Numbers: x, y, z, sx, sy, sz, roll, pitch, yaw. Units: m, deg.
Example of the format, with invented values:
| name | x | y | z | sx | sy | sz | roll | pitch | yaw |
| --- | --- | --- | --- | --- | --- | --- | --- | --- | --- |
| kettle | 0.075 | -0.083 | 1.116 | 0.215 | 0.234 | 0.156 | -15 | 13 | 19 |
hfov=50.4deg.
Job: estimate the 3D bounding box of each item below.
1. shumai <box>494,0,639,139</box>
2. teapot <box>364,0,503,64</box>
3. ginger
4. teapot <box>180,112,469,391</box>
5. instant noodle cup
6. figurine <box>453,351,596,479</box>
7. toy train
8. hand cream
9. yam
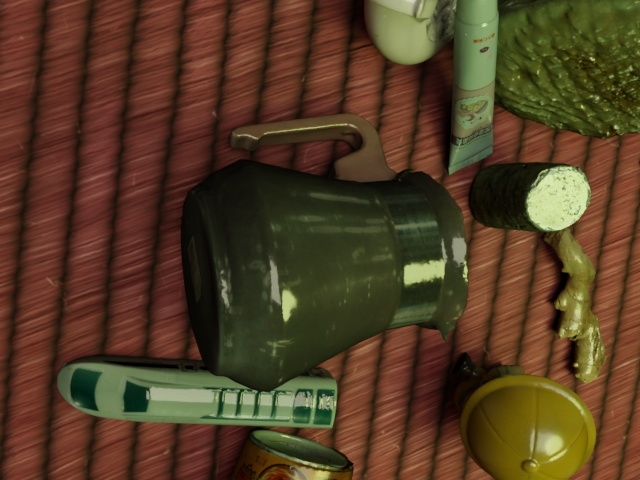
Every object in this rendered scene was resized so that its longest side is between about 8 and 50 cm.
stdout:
| name | x | y | z | sx | sy | sz | roll | pitch | yaw |
| --- | --- | --- | --- | --- | --- | --- | --- | --- | --- |
| shumai | 0.435 | -0.358 | 0.986 | 0.324 | 0.397 | 0.323 | 40 | 56 | -56 |
| teapot | 0.146 | -0.342 | 0.951 | 0.298 | 0.139 | 0.204 | -27 | 143 | -46 |
| ginger | 0.431 | 0.108 | 1.154 | 0.089 | 0.075 | 0.288 | -20 | 105 | -6 |
| teapot | 0.000 | 0.000 | 0.946 | 0.362 | 0.305 | 0.376 | -7 | 70 | -21 |
| instant noodle cup | -0.051 | 0.390 | 1.008 | 0.216 | 0.216 | 0.172 | 18 | 84 | -15 |
| figurine | 0.292 | 0.279 | 1.042 | 0.192 | 0.257 | 0.167 | 40 | 85 | -9 |
| toy train | -0.181 | 0.229 | 1.008 | 0.407 | 0.088 | 0.086 | 6 | 96 | -13 |
| hand cream | 0.218 | -0.224 | 0.980 | 0.085 | 0.058 | 0.331 | -29 | 146 | -11 |
| yam | 0.315 | -0.067 | 1.035 | 0.107 | 0.194 | 0.107 | -1 | 94 | -14 |
